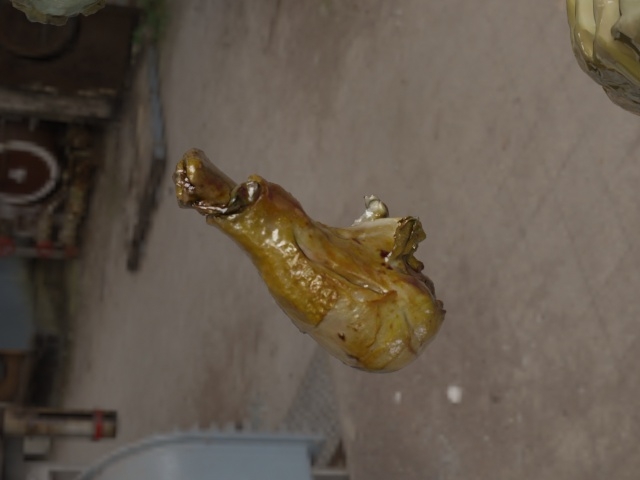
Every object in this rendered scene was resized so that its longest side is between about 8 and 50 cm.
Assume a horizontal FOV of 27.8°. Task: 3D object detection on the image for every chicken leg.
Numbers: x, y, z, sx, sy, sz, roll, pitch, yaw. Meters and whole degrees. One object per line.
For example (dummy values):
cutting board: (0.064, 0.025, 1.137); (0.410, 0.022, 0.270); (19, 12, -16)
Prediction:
chicken leg: (-0.001, 0.003, 0.796); (0.101, 0.207, 0.085); (-55, 26, -4)

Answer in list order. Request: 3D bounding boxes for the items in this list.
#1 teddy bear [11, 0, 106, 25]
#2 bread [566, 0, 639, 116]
teddy bear: (-0.207, -0.309, 0.853); (0.256, 0.267, 0.156); (-52, 7, 40)
bread: (0.293, -0.108, 0.489); (0.236, 0.388, 0.183); (-117, 37, -89)
